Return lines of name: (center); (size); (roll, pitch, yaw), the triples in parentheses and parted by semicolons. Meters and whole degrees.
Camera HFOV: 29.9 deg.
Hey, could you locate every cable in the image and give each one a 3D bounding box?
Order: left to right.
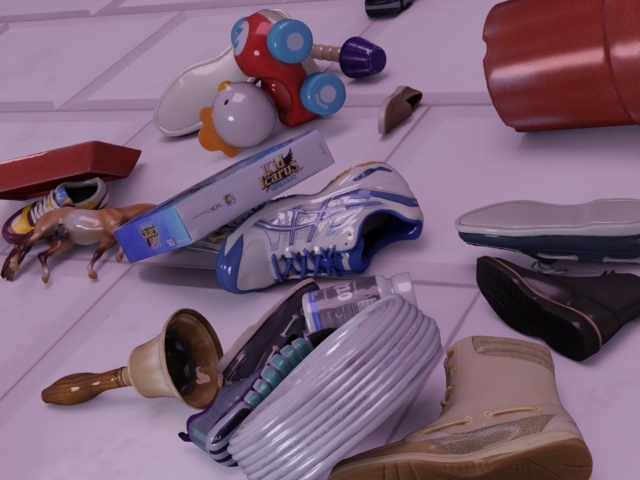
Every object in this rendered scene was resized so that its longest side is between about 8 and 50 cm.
cable: (0.017, 0.161, 1.251); (0.257, 0.089, 0.257); (-41, 0, -11)

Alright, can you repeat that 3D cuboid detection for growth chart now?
growth chart: (-0.127, -0.026, 1.825); (0.237, 0.021, 0.172); (5, 35, 33)

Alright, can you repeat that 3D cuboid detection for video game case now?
video game case: (-0.144, -0.061, 1.703); (0.244, 0.061, 0.269); (-32, 8, -27)

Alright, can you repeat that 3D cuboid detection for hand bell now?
hand bell: (-0.252, 0.174, 1.499); (0.242, 0.126, 0.126); (-17, 27, 27)

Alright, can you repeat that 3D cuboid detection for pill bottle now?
pill bottle: (0.052, 0.086, 1.483); (0.137, 0.078, 0.078); (-15, 30, 3)

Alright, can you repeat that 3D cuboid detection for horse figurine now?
horse figurine: (-0.377, -0.003, 1.870); (0.263, 0.066, 0.174); (-7, 36, 13)

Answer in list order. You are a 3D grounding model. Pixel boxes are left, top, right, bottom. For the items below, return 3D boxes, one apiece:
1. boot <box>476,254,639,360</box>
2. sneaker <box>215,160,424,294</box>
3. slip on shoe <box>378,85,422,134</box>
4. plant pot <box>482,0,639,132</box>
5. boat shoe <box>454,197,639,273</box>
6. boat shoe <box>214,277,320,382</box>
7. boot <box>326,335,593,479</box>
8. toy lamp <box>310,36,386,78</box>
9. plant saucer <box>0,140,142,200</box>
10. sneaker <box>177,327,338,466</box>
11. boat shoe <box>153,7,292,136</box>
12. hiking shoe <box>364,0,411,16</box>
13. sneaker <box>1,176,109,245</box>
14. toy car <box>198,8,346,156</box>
boot: (0.294, 0.059, 1.426); (0.137, 0.077, 0.198); (-26, 44, -25)
sneaker: (0.000, 0.000, 1.629); (0.296, 0.112, 0.131); (-30, 47, -6)
slip on shoe: (0.132, -0.217, 1.991); (0.041, 0.051, 0.135); (10, 31, 20)
plant pot: (0.397, -0.277, 1.763); (0.265, 0.272, 0.272); (-7, 30, 32)
boat shoe: (0.297, -0.005, 1.512); (0.254, 0.079, 0.095); (-3, 30, 19)
boat shoe: (-0.052, 0.122, 1.519); (0.065, 0.075, 0.206); (41, 44, 6)
boot: (0.132, 0.193, 1.245); (0.262, 0.095, 0.203); (-13, 30, 5)
toy lamp: (0.013, -0.349, 2.246); (0.080, 0.080, 0.274); (-36, 32, -30)
plant saucer: (-0.453, -0.111, 2.011); (0.258, 0.048, 0.259); (-12, -2, 9)
sneaker: (-0.068, 0.168, 1.408); (0.223, 0.083, 0.098); (-37, 30, -30)
boat shoe: (-0.170, -0.296, 2.214); (0.319, 0.116, 0.099); (-43, -11, -5)
hiking shoe: (0.181, -0.581, 2.491); (0.113, 0.132, 0.304); (3, 35, 30)
sneaker: (-0.435, -0.054, 1.947); (0.185, 0.084, 0.070); (-26, 69, -15)
toy car: (-0.120, -0.251, 2.043); (0.238, 0.210, 0.219); (-39, 24, -13)
